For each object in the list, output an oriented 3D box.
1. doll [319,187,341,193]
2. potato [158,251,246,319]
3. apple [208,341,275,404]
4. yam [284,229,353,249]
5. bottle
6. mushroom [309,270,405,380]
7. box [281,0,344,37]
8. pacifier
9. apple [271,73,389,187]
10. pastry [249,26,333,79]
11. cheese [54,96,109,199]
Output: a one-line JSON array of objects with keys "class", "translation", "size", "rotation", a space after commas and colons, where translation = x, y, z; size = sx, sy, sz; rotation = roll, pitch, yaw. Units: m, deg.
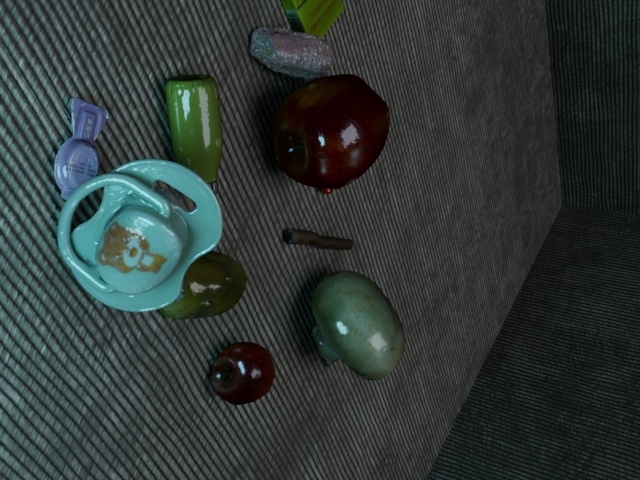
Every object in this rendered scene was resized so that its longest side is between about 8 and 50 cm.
[{"class": "doll", "translation": [0.037, -0.254, 2.096], "size": [0.142, 0.076, 0.245], "rotation": [-31, 129, -50]}, {"class": "potato", "translation": [-0.260, 0.111, 1.730], "size": [0.271, 0.111, 0.160], "rotation": [0, 98, -57]}, {"class": "apple", "translation": [-0.187, 0.335, 1.883], "size": [0.158, 0.146, 0.156], "rotation": [7, 73, -58]}, {"class": "yam", "translation": [0.000, 0.000, 2.149], "size": [0.326, 0.045, 0.045], "rotation": [8, 62, -58]}, {"class": "bottle", "translation": [-0.268, -0.222, 1.607], "size": [0.112, 0.112, 0.260], "rotation": [-29, 123, -49]}, {"class": "mushroom", "translation": [0.097, 0.251, 2.170], "size": [0.260, 0.352, 0.352], "rotation": [-29, 138, 5]}, {"class": "box", "translation": [-0.045, -0.673, 1.862], "size": [0.187, 0.047, 0.335], "rotation": [-57, 142, -28]}, {"class": "pacifier", "translation": [-0.354, -0.033, 1.472], "size": [0.288, 0.269, 0.343], "rotation": [35, 107, -18]}, {"class": "apple", "translation": [0.024, -0.274, 1.875], "size": [0.316, 0.288, 0.288], "rotation": [-35, 128, -42]}, {"class": "pastry", "translation": [-0.052, -0.461, 1.841], "size": [0.265, 0.112, 0.103], "rotation": [2, 89, -51]}, {"class": "cheese", "translation": [-0.454, -0.167, 1.407], "size": [0.105, 0.042, 0.191], "rotation": [19, 84, -58]}]
